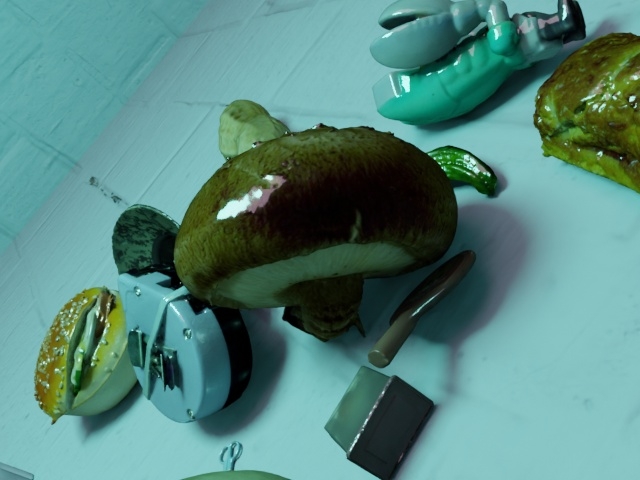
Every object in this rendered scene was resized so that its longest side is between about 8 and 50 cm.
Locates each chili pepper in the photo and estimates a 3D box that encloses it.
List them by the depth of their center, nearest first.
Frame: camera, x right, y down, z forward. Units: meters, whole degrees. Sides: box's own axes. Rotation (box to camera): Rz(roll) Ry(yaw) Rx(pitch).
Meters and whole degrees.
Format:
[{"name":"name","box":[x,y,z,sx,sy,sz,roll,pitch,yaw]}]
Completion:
[{"name":"chili pepper","box":[0.127,-0.069,0.732,0.182,0.050,0.073,-16,37,38]}]

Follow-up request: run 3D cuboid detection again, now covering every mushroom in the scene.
[{"name":"mushroom","box":[-0.003,-0.008,0.636,0.296,0.278,0.163,-8,56,-8]}]

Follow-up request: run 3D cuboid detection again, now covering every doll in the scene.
[{"name":"doll","box":[0.189,-0.241,0.779,0.258,0.195,0.153,-12,78,9]}]

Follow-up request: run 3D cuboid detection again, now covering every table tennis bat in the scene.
[{"name":"table tennis bat","box":[0.129,0.100,0.585,0.170,0.119,0.107,-42,-2,-42]}]

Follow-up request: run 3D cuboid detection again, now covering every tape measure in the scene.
[{"name":"tape measure","box":[-0.170,0.130,0.754,0.181,0.107,0.182,8,106,45]}]

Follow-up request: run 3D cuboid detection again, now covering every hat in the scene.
[{"name":"hat","box":[-0.184,0.041,0.901,0.128,0.266,0.265,-31,18,-37]}]

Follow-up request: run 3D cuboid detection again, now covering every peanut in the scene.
[{"name":"peanut","box":[-0.122,-0.176,1.097,0.125,0.111,0.274,-50,31,6]}]

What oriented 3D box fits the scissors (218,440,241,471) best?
[{"name":"scissors","box":[-0.107,0.270,0.694,0.036,0.006,0.083,-33,35,28]}]

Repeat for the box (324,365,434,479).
[{"name":"box","box":[0.050,0.166,0.565,0.085,0.060,0.063,-58,28,-12]}]

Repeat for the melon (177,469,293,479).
[{"name":"melon","box":[-0.073,0.289,0.398,0.307,0.272,0.272,-18,43,32]}]

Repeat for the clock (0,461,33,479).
[{"name":"clock","box":[-0.567,0.514,0.933,0.275,0.080,0.290,-42,32,11]}]

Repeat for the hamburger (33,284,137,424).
[{"name":"hamburger","box":[-0.379,0.179,0.992,0.236,0.147,0.237,-31,42,33]}]

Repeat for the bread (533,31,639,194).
[{"name":"bread","box":[0.283,-0.117,0.536,0.132,0.103,0.172,-39,28,3]}]
